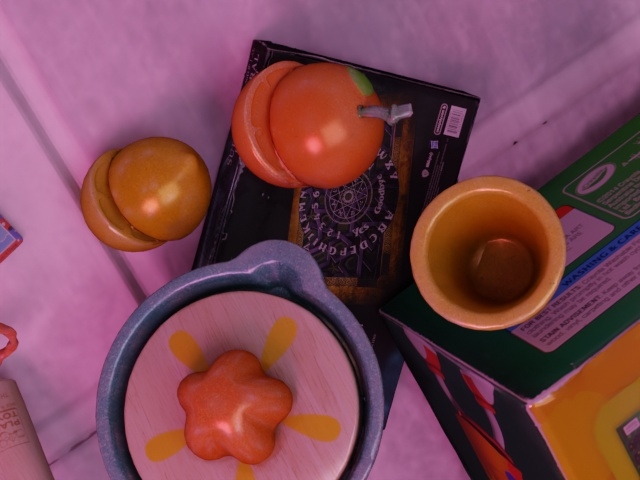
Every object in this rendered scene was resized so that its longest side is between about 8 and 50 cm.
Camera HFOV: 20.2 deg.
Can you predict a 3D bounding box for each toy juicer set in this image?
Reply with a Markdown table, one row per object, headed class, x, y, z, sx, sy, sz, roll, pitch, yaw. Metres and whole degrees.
| class | x | y | z | sx | sy | sz | roll | pitch | yaw |
| --- | --- | --- | --- | --- | --- | --- | --- | --- | --- |
| toy juicer set | -0.062 | 0.053 | 0.828 | 0.329 | 0.089 | 0.209 | -46 | 74 | 3 |

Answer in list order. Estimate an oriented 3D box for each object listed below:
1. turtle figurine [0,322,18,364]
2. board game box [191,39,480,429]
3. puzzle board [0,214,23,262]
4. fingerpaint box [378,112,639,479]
| class | x | y | z | sx | sy | sz | roll | pitch | yaw |
| --- | --- | --- | --- | --- | --- | --- | --- | --- | --- |
| turtle figurine | -0.259 | 0.080 | 0.748 | 0.269 | 0.087 | 0.217 | -28 | 145 | -10 |
| board game box | 0.000 | 0.000 | 0.929 | 0.126 | 0.026 | 0.186 | 12 | 99 | -26 |
| puzzle board | -0.216 | 0.012 | 0.845 | 0.128 | 0.011 | 0.096 | -44 | 117 | -7 |
| fingerpaint box | 0.310 | 0.069 | 1.005 | 0.445 | 0.163 | 0.371 | -37 | 118 | -13 |
